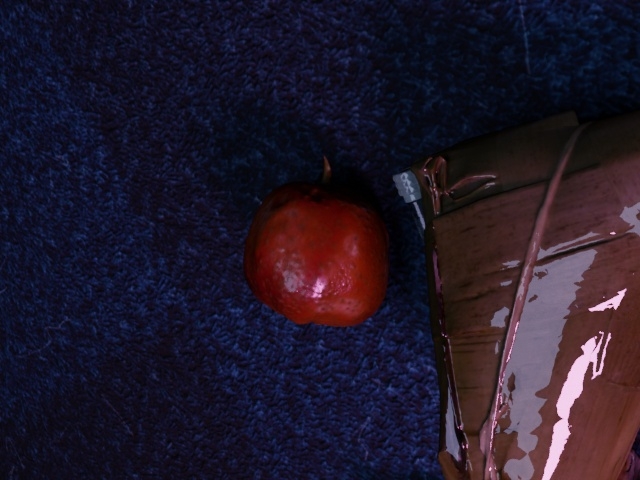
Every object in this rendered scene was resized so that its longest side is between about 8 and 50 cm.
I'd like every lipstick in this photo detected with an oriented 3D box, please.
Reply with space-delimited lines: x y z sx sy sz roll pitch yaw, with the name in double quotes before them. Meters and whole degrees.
"lipstick" 0.120 -0.029 1.682 0.037 0.037 0.116 -14 100 41

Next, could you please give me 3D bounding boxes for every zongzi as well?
"zongzi" 0.316 0.111 1.394 0.467 0.218 0.500 -8 85 43

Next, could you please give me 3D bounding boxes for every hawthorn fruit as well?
"hawthorn fruit" 0.000 0.000 1.710 0.179 0.179 0.200 12 92 36

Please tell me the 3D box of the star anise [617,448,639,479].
"star anise" 0.314 0.329 1.611 0.231 0.089 0.209 -11 89 36
